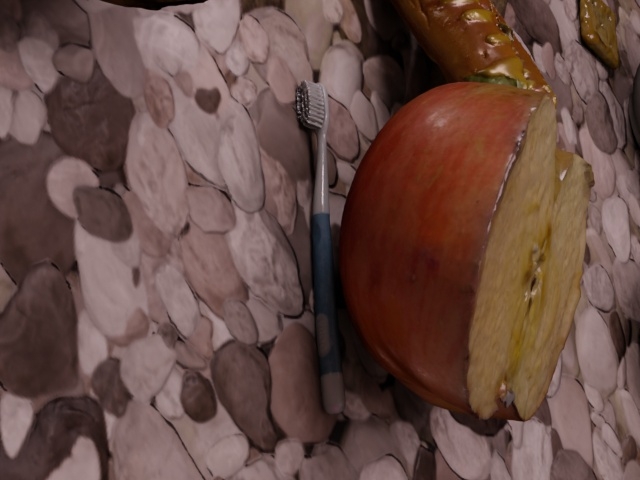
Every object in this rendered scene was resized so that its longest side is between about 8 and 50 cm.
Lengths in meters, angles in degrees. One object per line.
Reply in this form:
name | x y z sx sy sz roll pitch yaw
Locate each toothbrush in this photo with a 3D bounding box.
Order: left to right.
toothbrush | 0.000 0.000 1.233 0.025 0.019 0.276 17 62 -43

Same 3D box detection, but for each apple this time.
apple | 0.096 0.010 1.227 0.293 0.163 0.251 42 62 -63

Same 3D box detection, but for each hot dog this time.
hot dog | 0.127 -0.177 1.376 0.115 0.072 0.269 44 12 -51

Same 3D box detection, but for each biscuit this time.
biscuit | 0.327 -0.251 1.860 0.083 0.018 0.081 33 49 -47

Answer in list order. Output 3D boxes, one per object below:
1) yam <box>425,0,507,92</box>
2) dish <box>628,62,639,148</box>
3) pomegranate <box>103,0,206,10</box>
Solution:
yam | 0.126 -0.137 1.452 0.066 0.066 0.300 48 40 -36
dish | 0.429 -0.157 1.912 0.236 0.086 0.228 53 36 -30
pomegranate | -0.091 -0.294 0.953 0.322 0.322 0.322 31 52 -48
